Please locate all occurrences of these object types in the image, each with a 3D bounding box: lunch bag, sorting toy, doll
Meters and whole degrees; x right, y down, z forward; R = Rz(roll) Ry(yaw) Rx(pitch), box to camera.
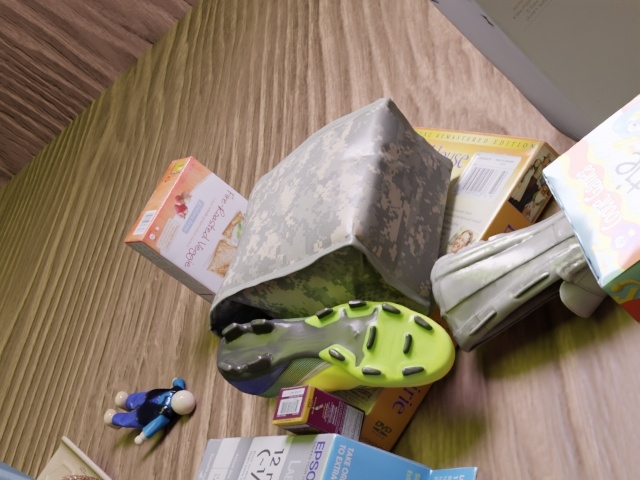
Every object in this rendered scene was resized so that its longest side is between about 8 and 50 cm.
[{"bbox_3d":[0.000,0.000,1.156,0.287,0.169,0.235,-22,40,38],"label":"lunch bag"},{"bbox_3d":[-0.417,0.441,1.501,0.193,0.038,0.208,22,78,47],"label":"sorting toy"},{"bbox_3d":[-0.265,0.269,1.497,0.189,0.046,0.129,-16,35,39],"label":"doll"}]

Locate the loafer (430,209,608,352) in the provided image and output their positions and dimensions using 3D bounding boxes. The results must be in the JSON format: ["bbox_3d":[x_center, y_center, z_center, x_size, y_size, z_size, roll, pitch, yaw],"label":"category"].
[{"bbox_3d":[0.263,0.023,0.957,0.319,0.112,0.112,-27,73,33],"label":"loafer"}]

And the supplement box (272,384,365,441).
[{"bbox_3d":[-0.001,0.192,1.022,0.055,0.083,0.043,-18,49,48],"label":"supplement box"}]

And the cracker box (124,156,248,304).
[{"bbox_3d":[-0.165,0.001,1.463,0.067,0.232,0.156,-3,54,54],"label":"cracker box"}]

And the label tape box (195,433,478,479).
[{"bbox_3d":[-0.022,0.334,0.978,0.347,0.115,0.249,-18,46,49],"label":"label tape box"}]

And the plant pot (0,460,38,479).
[{"bbox_3d":[-0.466,0.433,1.326,0.247,0.252,0.248,5,72,45],"label":"plant pot"}]

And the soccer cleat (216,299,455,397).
[{"bbox_3d":[0.021,0.129,1.052,0.289,0.121,0.094,-6,62,28],"label":"soccer cleat"}]

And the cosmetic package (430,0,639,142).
[{"bbox_3d":[0.238,-0.260,1.008,0.156,0.385,0.217,-47,26,7],"label":"cosmetic package"}]

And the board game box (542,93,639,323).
[{"bbox_3d":[0.312,0.023,0.676,0.142,0.275,0.144,-40,30,21],"label":"board game box"}]

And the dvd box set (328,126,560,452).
[{"bbox_3d":[0.096,0.044,1.205,0.420,0.062,0.307,-57,28,-8],"label":"dvd box set"}]

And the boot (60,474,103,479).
[{"bbox_3d":[-0.300,0.379,1.306,0.059,0.158,0.085,12,74,57],"label":"boot"}]
